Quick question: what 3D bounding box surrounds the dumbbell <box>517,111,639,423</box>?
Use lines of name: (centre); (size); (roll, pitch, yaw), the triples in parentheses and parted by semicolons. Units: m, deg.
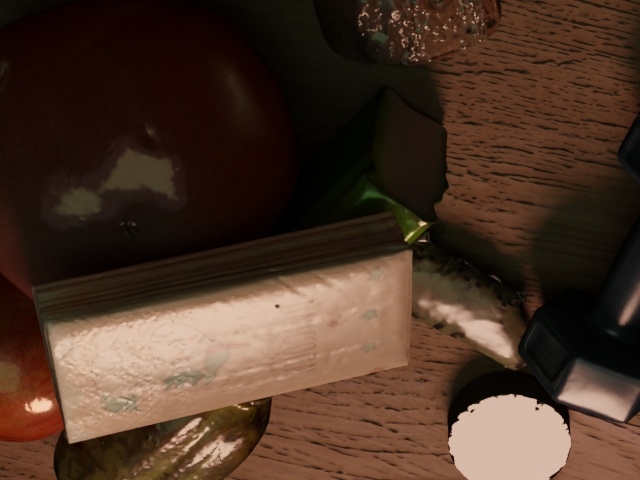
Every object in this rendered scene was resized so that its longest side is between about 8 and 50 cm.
dumbbell: (0.321, 0.022, 1.724); (0.143, 0.156, 0.316); (35, 120, 20)

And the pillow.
pillow: (0.133, 0.051, 1.808); (0.241, 0.051, 0.093); (30, 122, -10)

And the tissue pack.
tissue pack: (-0.082, 0.077, 1.554); (0.325, 0.071, 0.170); (-12, 137, -8)

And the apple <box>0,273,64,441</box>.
apple: (-0.322, 0.112, 1.798); (0.164, 0.209, 0.209); (-41, 114, -20)

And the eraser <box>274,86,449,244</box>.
eraser: (0.000, 0.000, 1.706); (0.092, 0.210, 0.274); (40, 117, -15)

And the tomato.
tomato: (-0.192, -0.066, 1.640); (0.341, 0.273, 0.341); (-1, 130, -1)

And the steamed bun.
steamed bun: (0.077, -0.233, 1.626); (0.175, 0.106, 0.145); (-8, 118, 7)

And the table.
table: (0.204, 0.209, 1.893); (0.133, 0.043, 0.133); (2, 119, 4)

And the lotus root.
lotus root: (-0.155, 0.202, 1.862); (0.309, 0.173, 0.173); (-39, 109, 23)
